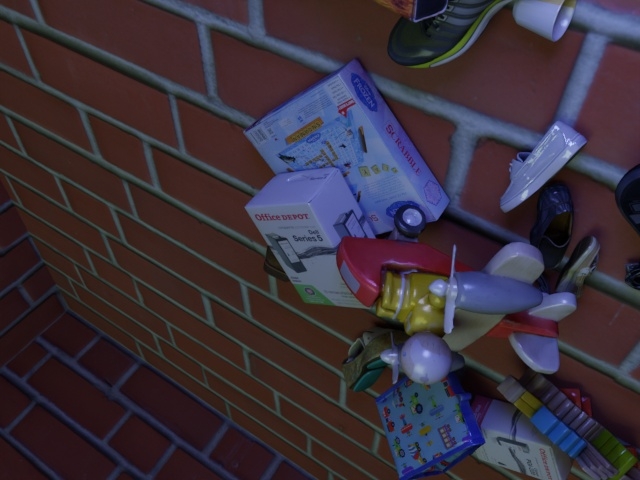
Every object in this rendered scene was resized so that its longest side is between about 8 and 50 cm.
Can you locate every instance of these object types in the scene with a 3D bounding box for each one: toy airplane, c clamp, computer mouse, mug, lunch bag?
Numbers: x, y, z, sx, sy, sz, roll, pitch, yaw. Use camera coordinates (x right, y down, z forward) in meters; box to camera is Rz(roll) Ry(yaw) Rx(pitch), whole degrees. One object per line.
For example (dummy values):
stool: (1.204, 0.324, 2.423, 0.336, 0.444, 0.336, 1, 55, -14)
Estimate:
toy airplane: (0.237, 0.141, 1.020, 0.384, 0.273, 0.386, -1, 137, 41)
c clamp: (0.383, 0.096, 1.128, 0.137, 0.022, 0.161, 43, 148, 7)
computer mouse: (0.507, -0.029, 0.831, 0.188, 0.072, 0.272, -4, 138, 44)
mug: (0.290, -0.303, 0.755, 0.064, 0.078, 0.062, 31, 178, 30)
lunch bag: (0.276, 0.432, 1.435, 0.293, 0.138, 0.221, 119, 142, -48)

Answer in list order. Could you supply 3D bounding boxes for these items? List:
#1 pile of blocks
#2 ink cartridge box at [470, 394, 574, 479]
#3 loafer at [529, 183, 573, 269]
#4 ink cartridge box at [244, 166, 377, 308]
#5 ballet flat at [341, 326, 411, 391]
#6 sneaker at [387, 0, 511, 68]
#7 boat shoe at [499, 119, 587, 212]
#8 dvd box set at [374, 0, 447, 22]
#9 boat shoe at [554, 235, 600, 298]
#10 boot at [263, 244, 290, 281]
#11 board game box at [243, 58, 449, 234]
pile of blocks: (0.540, 0.386, 1.196, 0.362, 0.113, 0.149, 39, -172, -1)
ink cartridge box: (0.473, 0.474, 1.393, 0.217, 0.092, 0.159, 3, 131, 41)
loafer: (0.381, -0.009, 0.958, 0.062, 0.061, 0.170, -9, 131, 10)
ink cartridge box: (0.000, 0.000, 1.193, 0.198, 0.115, 0.273, -1, 129, 45)
ballet flat: (0.139, 0.289, 1.513, 0.123, 0.123, 0.349, 38, 144, 5)
sneaker: (0.177, -0.327, 0.745, 0.300, 0.121, 0.111, -32, 68, 51)
boat shoe: (0.330, -0.113, 0.912, 0.063, 0.066, 0.184, 50, 150, 13)
dvd box set: (0.004, -0.488, 0.695, 0.420, 0.062, 0.308, 44, 150, 32)
boat shoe: (0.443, 0.048, 0.986, 0.048, 0.056, 0.153, 23, 145, 15)
boot: (0.003, 0.061, 1.397, 0.305, 0.112, 0.115, 20, 116, 19)
board game box: (0.041, -0.149, 1.147, 0.318, 0.066, 0.318, -14, 119, 51)
